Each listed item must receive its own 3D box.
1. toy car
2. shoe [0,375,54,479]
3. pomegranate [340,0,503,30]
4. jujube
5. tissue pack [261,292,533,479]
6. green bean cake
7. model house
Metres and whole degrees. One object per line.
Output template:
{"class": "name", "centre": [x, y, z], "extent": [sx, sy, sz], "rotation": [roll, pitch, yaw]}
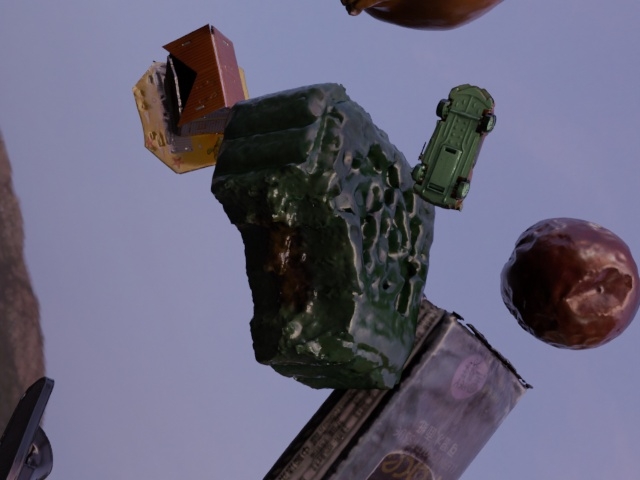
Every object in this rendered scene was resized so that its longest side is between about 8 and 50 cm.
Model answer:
{"class": "toy car", "centre": [0.132, -0.091, 0.753], "extent": [0.059, 0.035, 0.121], "rotation": [25, -81, 31]}
{"class": "shoe", "centre": [-0.270, 0.198, 0.712], "extent": [0.062, 0.053, 0.159], "rotation": [-29, -147, 24]}
{"class": "pomegranate", "centre": [0.086, -0.261, 0.593], "extent": [0.209, 0.209, 0.209], "rotation": [35, -47, 47]}
{"class": "jujube", "centre": [0.308, 0.052, 0.989], "extent": [0.236, 0.168, 0.168], "rotation": [-158, -128, -87]}
{"class": "tissue pack", "centre": [0.108, 0.274, 1.074], "extent": [0.122, 0.361, 0.259], "rotation": [33, -9, 49]}
{"class": "green bean cake", "centre": [0.007, 0.004, 0.934], "extent": [0.169, 0.300, 0.307], "rotation": [-6, -119, 36]}
{"class": "model house", "centre": [-0.200, -0.241, 1.287], "extent": [0.136, 0.208, 0.219], "rotation": [126, -45, -66]}
